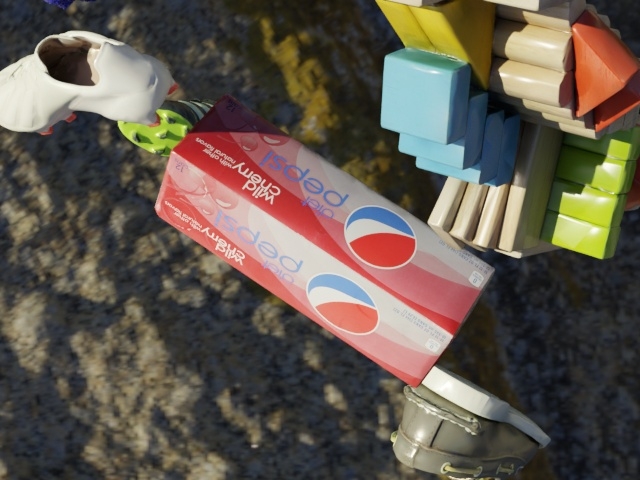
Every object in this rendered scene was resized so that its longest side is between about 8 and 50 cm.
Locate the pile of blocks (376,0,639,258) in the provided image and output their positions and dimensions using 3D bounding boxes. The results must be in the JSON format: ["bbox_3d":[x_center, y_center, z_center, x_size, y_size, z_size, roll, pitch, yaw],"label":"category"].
[{"bbox_3d":[0.131,-0.064,0.734,0.362,0.113,0.149,35,76,-56],"label":"pile of blocks"}]

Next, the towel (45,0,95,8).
[{"bbox_3d":[-0.183,-0.370,1.120,0.076,0.227,0.308,18,114,-33],"label":"towel"}]

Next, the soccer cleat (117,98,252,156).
[{"bbox_3d":[-0.140,-0.125,1.387,0.179,0.060,0.072,8,37,-33],"label":"soccer cleat"}]

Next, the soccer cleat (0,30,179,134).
[{"bbox_3d":[-0.183,-0.116,0.908,0.076,0.196,0.068,37,66,-43],"label":"soccer cleat"}]

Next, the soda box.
[{"bbox_3d":[0.000,0.000,1.035,0.263,0.092,0.083,33,53,5],"label":"soda box"}]

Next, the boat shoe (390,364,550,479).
[{"bbox_3d":[0.143,0.189,1.243,0.091,0.109,0.305,-61,155,-3],"label":"boat shoe"}]
